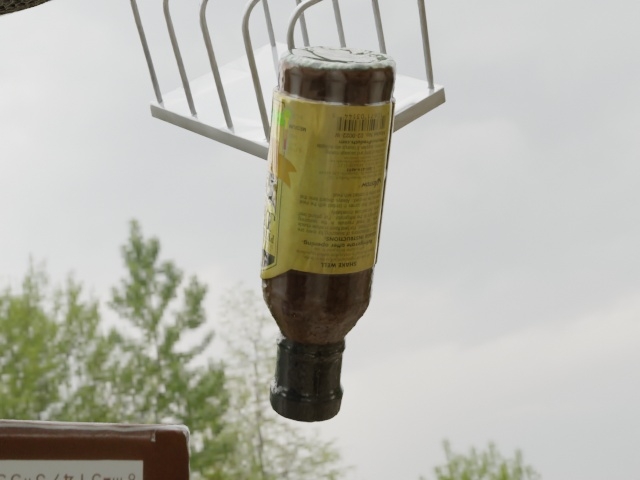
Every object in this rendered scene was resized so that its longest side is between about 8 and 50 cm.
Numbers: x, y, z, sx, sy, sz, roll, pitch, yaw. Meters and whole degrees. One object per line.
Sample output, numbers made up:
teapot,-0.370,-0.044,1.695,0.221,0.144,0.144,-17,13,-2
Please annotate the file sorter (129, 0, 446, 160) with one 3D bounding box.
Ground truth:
file sorter,-0.042,-0.212,1.126,0.193,0.278,0.173,-33,-51,-31

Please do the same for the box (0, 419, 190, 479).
box,-0.248,0.179,0.668,0.191,0.143,0.381,8,-15,-34

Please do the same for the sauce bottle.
sauce bottle,0.000,0.000,0.980,0.112,0.344,0.111,5,17,-2

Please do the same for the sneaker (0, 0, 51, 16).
sneaker,-0.232,-0.147,0.508,0.299,0.120,0.112,-17,23,-10
